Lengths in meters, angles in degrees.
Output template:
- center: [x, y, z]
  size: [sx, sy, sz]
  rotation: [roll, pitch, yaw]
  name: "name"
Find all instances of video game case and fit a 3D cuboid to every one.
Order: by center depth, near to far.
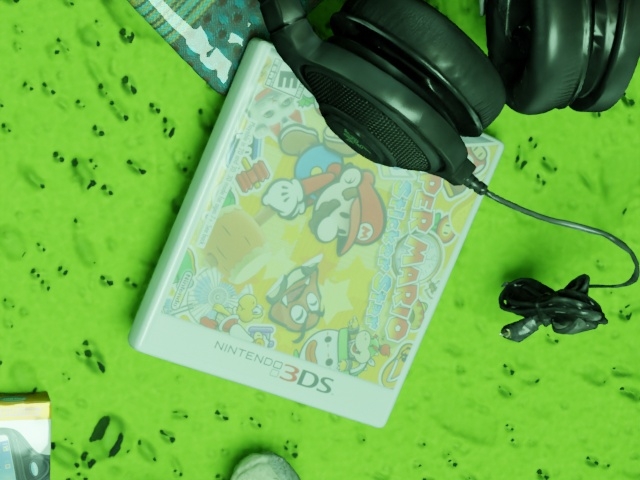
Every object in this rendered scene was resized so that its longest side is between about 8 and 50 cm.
- center: [0.000, 0.000, 1.241]
  size: [0.206, 0.026, 0.227]
  rotation: [20, 95, -27]
  name: "video game case"

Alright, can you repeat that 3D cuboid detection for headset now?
- center: [0.100, -0.120, 1.188]
  size: [0.243, 0.185, 0.394]
  rotation: [-24, 95, -12]
  name: "headset"

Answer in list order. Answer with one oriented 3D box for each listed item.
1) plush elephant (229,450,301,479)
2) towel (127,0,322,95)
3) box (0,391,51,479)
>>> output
- center: [-0.115, 0.298, 1.148]
  size: [0.330, 0.255, 0.271]
  rotation: [-28, 71, 5]
  name: "plush elephant"
- center: [-0.094, -0.316, 1.164]
  size: [0.271, 0.040, 0.370]
  rotation: [-44, 110, -2]
  name: "towel"
- center: [-0.227, 0.173, 1.231]
  size: [0.081, 0.028, 0.136]
  rotation: [-1, 100, -15]
  name: "box"
